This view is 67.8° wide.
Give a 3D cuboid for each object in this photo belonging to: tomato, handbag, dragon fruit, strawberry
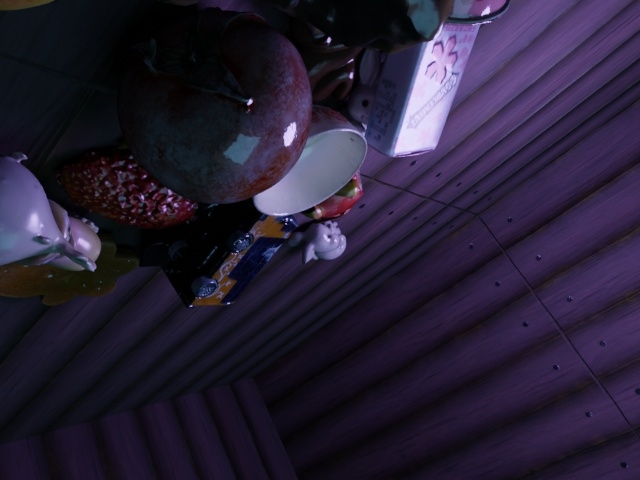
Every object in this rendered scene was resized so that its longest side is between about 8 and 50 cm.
[{"bbox_3d":[-0.167,-0.216,0.782,0.316,0.317,0.282,-29,151,-1],"label":"tomato"},{"bbox_3d":[-0.342,0.009,1.356,0.332,0.075,0.191,-11,162,-31],"label":"handbag"},{"bbox_3d":[0.000,-0.156,1.259,0.227,0.224,0.224,-17,159,6],"label":"dragon fruit"},{"bbox_3d":[-0.394,-0.086,1.031,0.306,0.138,0.233,-13,155,-39],"label":"strawberry"}]

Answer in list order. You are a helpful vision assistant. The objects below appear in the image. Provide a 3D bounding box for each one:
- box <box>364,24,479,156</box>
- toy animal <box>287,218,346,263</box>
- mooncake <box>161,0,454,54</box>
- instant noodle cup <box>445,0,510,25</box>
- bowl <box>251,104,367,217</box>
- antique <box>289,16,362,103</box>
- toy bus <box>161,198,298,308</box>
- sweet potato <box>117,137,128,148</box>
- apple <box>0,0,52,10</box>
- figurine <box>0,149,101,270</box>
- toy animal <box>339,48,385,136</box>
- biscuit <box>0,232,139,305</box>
[{"bbox_3d":[0.227,-0.373,1.029,0.190,0.112,0.370,-19,137,-36],"label":"box"},{"bbox_3d":[-0.001,0.006,1.734,0.178,0.127,0.193,-36,160,21],"label":"toy animal"},{"bbox_3d":[-0.017,-0.375,0.594,0.393,0.246,0.394,-43,132,-2],"label":"mooncake"},{"bbox_3d":[0.223,-0.510,0.747,0.243,0.243,0.231,-21,150,-20],"label":"instant noodle cup"},{"bbox_3d":[-0.050,-0.189,1.033,0.277,0.145,0.277,-26,161,-10],"label":"bowl"},{"bbox_3d":[-0.006,-0.367,0.917,0.143,0.121,0.257,-13,162,-15],"label":"antique"},{"bbox_3d":[-0.225,0.009,1.201,0.323,0.162,0.194,-49,152,16],"label":"toy bus"},{"bbox_3d":[-0.332,-0.211,0.960,0.153,0.038,0.041,-27,170,-12],"label":"sweet potato"},{"bbox_3d":[-0.330,-0.332,0.422,0.261,0.261,0.194,-19,173,-25],"label":"apple"},{"bbox_3d":[-0.528,-0.003,0.912,0.226,0.274,0.394,-59,172,-11],"label":"figurine"},{"bbox_3d":[0.122,-0.343,1.116,0.103,0.131,0.221,3,146,-17],"label":"toy animal"},{"bbox_3d":[-0.635,0.067,1.181,0.275,0.052,0.355,-42,154,21],"label":"biscuit"}]
